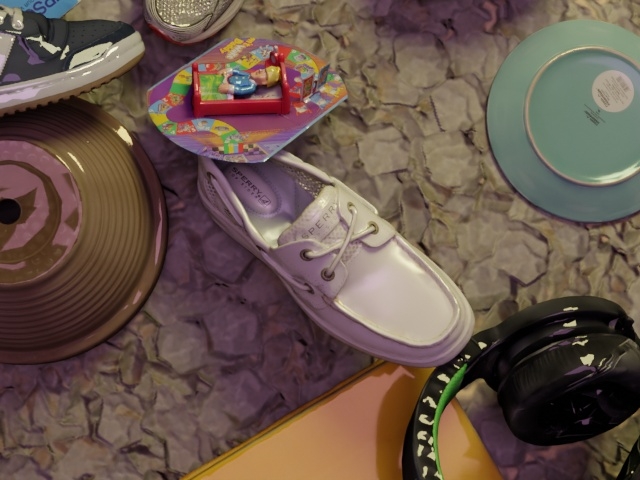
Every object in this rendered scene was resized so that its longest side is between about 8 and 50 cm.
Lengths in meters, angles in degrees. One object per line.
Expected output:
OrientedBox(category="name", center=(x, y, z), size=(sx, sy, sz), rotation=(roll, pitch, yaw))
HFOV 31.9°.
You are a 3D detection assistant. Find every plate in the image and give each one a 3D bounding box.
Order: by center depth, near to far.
OrientedBox(category="plate", center=(0.243, -0.110, 1.005), size=(0.188, 0.024, 0.188), rotation=(0, 84, -4))

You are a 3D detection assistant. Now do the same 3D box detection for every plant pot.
OrientedBox(category="plant pot", center=(-0.246, -0.016, 0.911), size=(0.237, 0.110, 0.237), rotation=(0, 85, -4))

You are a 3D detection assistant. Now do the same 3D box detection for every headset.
OrientedBox(category="headset", center=(0.248, 0.126, 0.877), size=(0.394, 0.185, 0.243), rotation=(-28, 60, -31))

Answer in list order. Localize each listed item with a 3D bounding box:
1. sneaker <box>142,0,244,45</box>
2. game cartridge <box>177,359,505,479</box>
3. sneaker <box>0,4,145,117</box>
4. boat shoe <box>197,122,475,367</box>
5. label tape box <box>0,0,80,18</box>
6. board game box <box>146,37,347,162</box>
OrientedBox(category="sneaker", center=(-0.081, -0.270, 0.959), size=(0.088, 0.093, 0.225), rotation=(31, 83, -1))
OrientedBox(category="game cartridge", center=(0.044, 0.292, 0.938), size=(0.285, 0.053, 0.323), rotation=(-30, 90, -7))
OrientedBox(category="sneaker", center=(-0.284, -0.168, 0.850), size=(0.282, 0.099, 0.153), rotation=(-17, 108, -13))
OrientedBox(category="boat shoe", center=(0.000, 0.000, 0.893), size=(0.277, 0.096, 0.098), rotation=(34, 74, 20))
OrientedBox(category="label tape box", center=(-0.406, -0.255, 0.911), size=(0.249, 0.115, 0.347), rotation=(-42, 108, -8))
OrientedBox(category="board game box", center=(-0.062, -0.133, 0.927), size=(0.133, 0.033, 0.169), rotation=(31, 50, 24))
